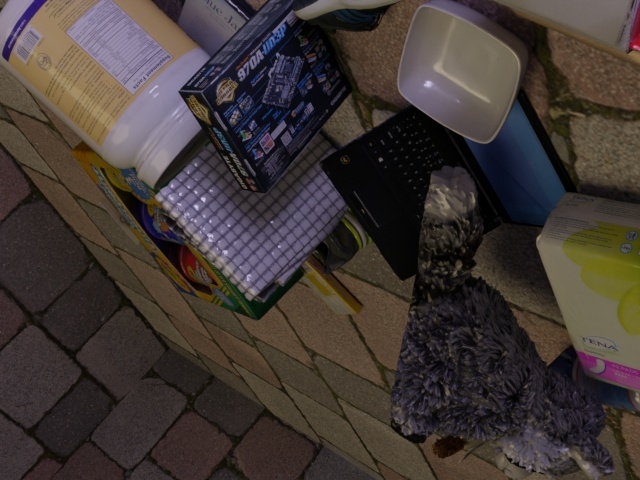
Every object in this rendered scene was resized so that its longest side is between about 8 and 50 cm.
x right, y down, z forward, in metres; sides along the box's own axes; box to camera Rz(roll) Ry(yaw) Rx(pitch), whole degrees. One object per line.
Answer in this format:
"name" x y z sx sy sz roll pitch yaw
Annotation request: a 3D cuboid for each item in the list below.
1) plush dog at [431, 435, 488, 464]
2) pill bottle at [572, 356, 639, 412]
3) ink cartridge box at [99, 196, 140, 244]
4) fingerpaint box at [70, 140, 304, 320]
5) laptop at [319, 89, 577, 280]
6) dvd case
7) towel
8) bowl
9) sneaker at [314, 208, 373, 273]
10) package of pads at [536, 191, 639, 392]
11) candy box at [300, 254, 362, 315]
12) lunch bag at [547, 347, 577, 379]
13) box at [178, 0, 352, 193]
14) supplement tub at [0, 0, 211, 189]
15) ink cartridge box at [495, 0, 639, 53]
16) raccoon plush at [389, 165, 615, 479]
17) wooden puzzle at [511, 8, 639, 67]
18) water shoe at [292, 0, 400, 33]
"plush dog" 0.251 0.271 1.567 0.225 0.210 0.262 56 169 33
"pill bottle" 0.449 0.201 1.191 0.087 0.087 0.160 49 158 -19
"ink cartridge box" -0.431 -0.100 1.975 0.045 0.179 0.145 3 137 49
"fingerpaint box" -0.296 -0.060 1.813 0.371 0.163 0.445 13 142 53
"laptop" 0.174 -0.058 1.085 0.234 0.264 0.136 54 -168 -28
"dvd case" -0.147 -0.307 1.309 0.180 0.022 0.253 44 158 -6
"towel" -0.095 -0.065 1.331 0.235 0.284 0.121 44 160 -4
"bowl" 0.164 -0.194 0.928 0.142 0.053 0.142 36 145 18
"sneaker" -0.047 -0.062 1.477 0.300 0.121 0.111 38 158 10
"package of pads" 0.405 0.080 1.007 0.229 0.101 0.296 15 146 43
"candy box" -0.003 0.086 1.820 0.206 0.027 0.105 47 161 -13
"lunch bag" 0.409 0.218 1.326 0.098 0.065 0.067 55 171 -34
"box" -0.064 -0.199 1.103 0.051 0.220 0.175 13 146 42
"supplement tub" -0.318 -0.266 1.316 0.331 0.241 0.241 43 159 -5
"ink cartridge box" 0.186 -0.259 0.438 0.272 0.309 0.130 31 156 23
"raccoon plush" 0.258 0.144 1.078 0.299 0.216 0.446 11 135 12
"wooden puzzle" 0.236 -0.200 0.632 0.322 0.080 0.348 32 -165 26
"water shoe" 0.053 -0.288 0.971 0.080 0.073 0.203 23 173 -38
